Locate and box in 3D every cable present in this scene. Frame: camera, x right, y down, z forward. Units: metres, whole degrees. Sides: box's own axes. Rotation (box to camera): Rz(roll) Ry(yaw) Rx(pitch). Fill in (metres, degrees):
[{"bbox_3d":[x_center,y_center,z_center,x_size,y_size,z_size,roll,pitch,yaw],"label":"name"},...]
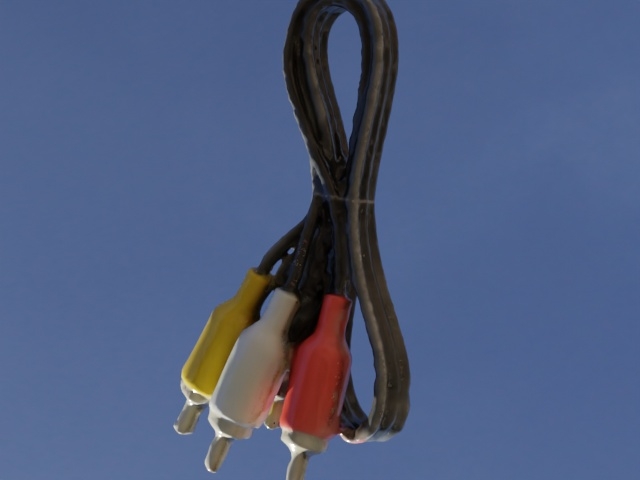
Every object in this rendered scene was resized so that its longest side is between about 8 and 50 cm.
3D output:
[{"bbox_3d":[0.000,0.000,0.997,0.072,0.139,0.287,-2,-72,-50],"label":"cable"}]
